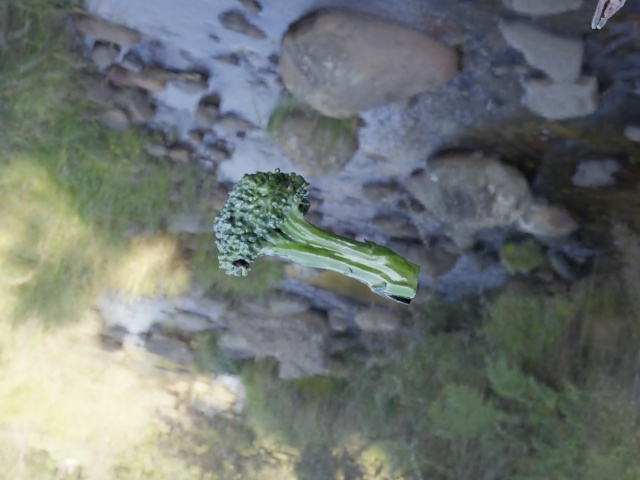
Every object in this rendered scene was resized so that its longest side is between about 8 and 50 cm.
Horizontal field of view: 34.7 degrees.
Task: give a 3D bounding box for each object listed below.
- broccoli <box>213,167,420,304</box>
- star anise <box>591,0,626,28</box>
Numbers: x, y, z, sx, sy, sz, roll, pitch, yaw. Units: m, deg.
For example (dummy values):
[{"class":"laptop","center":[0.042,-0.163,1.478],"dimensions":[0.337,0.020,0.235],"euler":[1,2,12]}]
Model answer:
[{"class":"broccoli","center":[-0.001,0.002,0.969],"dimensions":[0.204,0.118,0.122],"euler":[22,169,1]},{"class":"star anise","center":[0.307,-0.323,0.908],"dimensions":[0.288,0.288,0.088],"euler":[7,-156,25]}]
